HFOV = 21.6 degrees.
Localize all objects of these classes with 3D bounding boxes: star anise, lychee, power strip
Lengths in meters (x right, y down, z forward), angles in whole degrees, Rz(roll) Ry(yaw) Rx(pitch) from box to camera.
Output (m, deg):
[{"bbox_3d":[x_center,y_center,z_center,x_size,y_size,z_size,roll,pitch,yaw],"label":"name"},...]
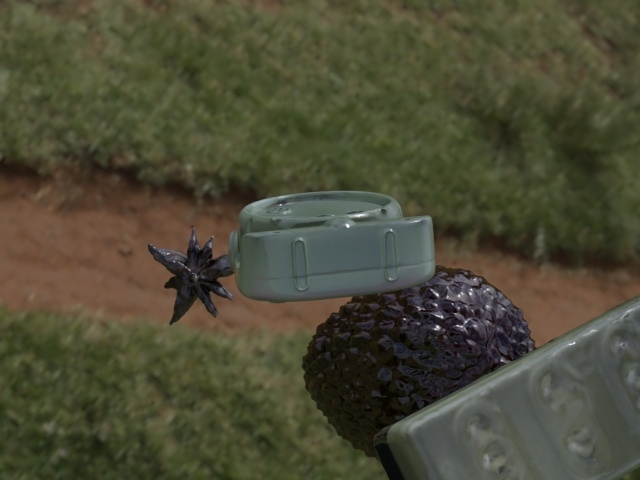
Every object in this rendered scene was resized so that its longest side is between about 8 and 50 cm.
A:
[{"bbox_3d":[-0.149,0.041,2.173,0.056,0.129,0.124,-42,117,-79],"label":"star anise"},{"bbox_3d":[0.108,0.139,1.802,0.236,0.271,0.236,12,76,-60],"label":"lychee"},{"bbox_3d":[0.168,0.123,1.161,0.256,0.070,0.105,-25,88,-26],"label":"power strip"}]

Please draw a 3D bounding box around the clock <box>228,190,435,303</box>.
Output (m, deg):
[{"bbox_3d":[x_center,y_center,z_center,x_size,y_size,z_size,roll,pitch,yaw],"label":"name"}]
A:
[{"bbox_3d":[0.000,0.000,1.331,0.151,0.062,0.191,-6,11,-11],"label":"clock"}]
